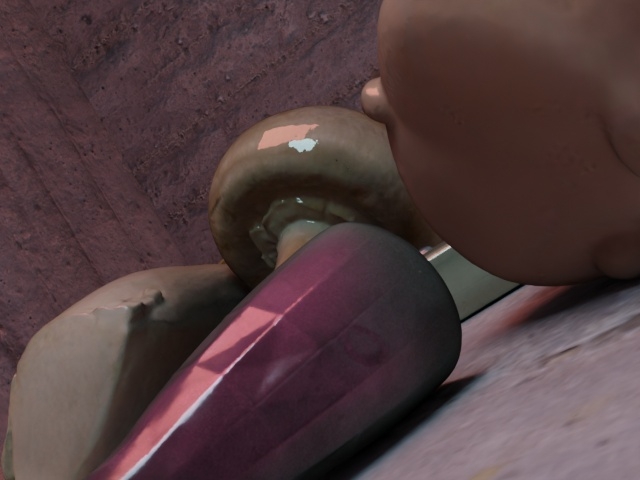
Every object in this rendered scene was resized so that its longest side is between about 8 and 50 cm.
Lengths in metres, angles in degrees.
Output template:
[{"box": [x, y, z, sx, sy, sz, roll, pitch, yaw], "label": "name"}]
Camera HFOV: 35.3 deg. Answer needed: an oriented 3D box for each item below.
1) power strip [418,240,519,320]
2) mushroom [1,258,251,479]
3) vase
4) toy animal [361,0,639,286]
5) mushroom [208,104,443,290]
[{"box": [0.130, -0.007, 0.639, 0.270, 0.046, 0.118, -32, 1, 0], "label": "power strip"}, {"box": [-0.130, 0.088, 0.910, 0.137, 0.154, 0.407, 0, 15, 23], "label": "mushroom"}, {"box": [-0.038, 0.077, 0.387, 0.214, 0.086, 0.086, -36, 3, -38], "label": "vase"}, {"box": [0.123, -0.094, 0.481, 0.221, 0.229, 0.210, -28, -44, -16], "label": "toy animal"}, {"box": [0.000, 0.000, 0.843, 0.207, 0.207, 0.215, -31, 27, 29], "label": "mushroom"}]
